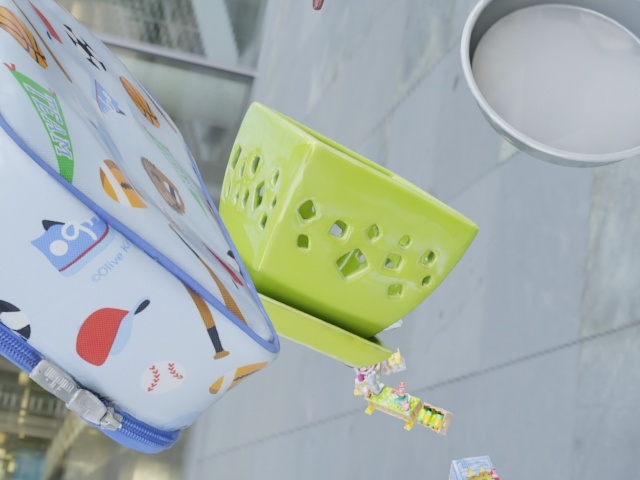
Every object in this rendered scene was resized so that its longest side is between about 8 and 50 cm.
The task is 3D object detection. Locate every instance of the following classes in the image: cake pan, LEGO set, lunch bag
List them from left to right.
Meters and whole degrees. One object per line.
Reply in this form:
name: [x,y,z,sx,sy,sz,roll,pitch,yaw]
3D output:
lunch bag: [-0.141,-0.028,0.632,0.115,0.243,0.303,-39,35,8]
LEGO set: [0.105,0.209,1.896,0.107,0.132,0.287,63,-179,-40]
cake pan: [0.316,-0.211,1.455,0.054,0.293,0.293,100,176,-61]

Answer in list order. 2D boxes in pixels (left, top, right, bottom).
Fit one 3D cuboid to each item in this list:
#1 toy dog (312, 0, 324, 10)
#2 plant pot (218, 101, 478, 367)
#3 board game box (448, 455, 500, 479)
toy dog: [-0.054,-0.512,1.940,0.220,0.334,0.161,-28,39,64]
plant pot: [0.000,0.000,1.287,0.207,0.228,0.227,-63,25,6]
board game box: [0.223,0.406,1.590,0.194,0.060,0.194,-147,55,-68]
